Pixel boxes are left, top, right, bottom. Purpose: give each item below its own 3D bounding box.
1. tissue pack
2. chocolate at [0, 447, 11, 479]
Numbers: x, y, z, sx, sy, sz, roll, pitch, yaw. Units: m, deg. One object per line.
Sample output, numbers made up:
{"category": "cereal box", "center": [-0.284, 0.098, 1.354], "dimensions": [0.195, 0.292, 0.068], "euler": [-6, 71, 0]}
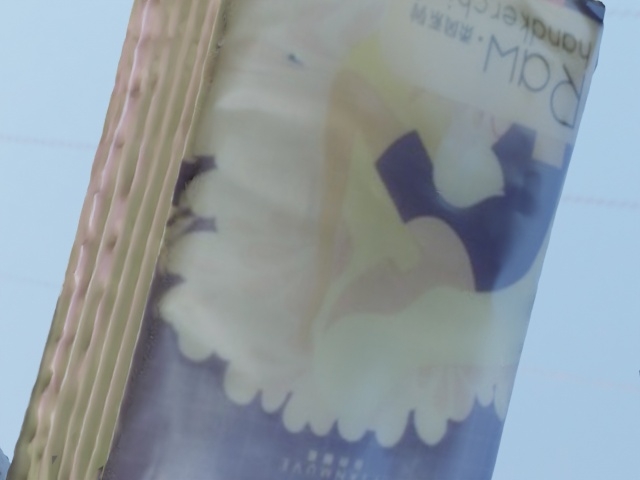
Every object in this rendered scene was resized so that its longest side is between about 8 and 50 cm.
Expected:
{"category": "tissue pack", "center": [0.000, 0.000, 0.992], "dimensions": [0.125, 0.242, 0.343], "euler": [9, -96, 56]}
{"category": "chocolate", "center": [-0.281, 0.193, 1.055], "dimensions": [0.261, 0.161, 0.083], "euler": [-24, -134, -2]}
